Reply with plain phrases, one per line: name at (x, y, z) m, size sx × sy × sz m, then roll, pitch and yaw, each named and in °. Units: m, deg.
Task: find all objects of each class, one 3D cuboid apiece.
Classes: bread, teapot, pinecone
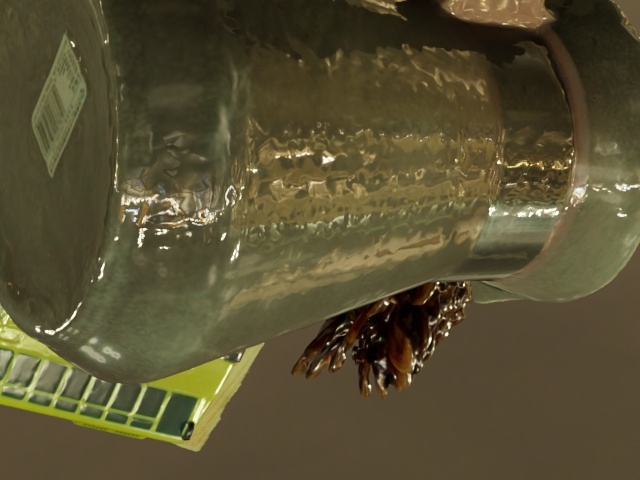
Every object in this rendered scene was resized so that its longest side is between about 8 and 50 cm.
bread at (-0.143, 0.145, 1.756) m, size 0.112 × 0.193 × 0.036 m, roll 17°, pitch -156°, yaw -30°
teapot at (0.003, -0.077, 0.870) m, size 0.344 × 0.300 × 0.253 m, roll -2°, pitch -152°, yaw -34°
pinecone at (-0.001, 0.003, 1.415) m, size 0.292 × 0.246 × 0.246 m, roll 27°, pitch -146°, yaw -2°

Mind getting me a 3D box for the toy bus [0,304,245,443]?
toy bus at (-0.219, 0.098, 1.496) m, size 0.262 × 0.150 × 0.128 m, roll 19°, pitch -167°, yaw -34°
